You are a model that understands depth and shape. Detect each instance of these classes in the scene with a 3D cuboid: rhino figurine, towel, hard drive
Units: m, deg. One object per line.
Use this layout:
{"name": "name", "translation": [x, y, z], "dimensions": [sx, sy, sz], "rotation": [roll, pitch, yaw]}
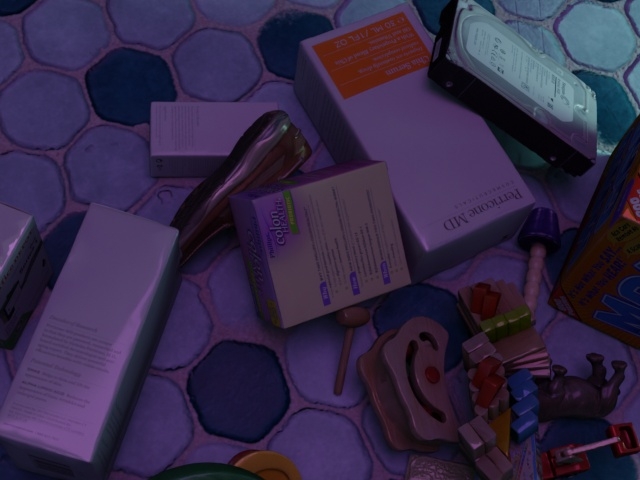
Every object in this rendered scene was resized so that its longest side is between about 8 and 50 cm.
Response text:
{"name": "rhino figurine", "translation": [0.380, 0.249, 1.665], "dimensions": [0.243, 0.073, 0.106], "rotation": [-2, 106, -6]}
{"name": "towel", "translation": [0.205, 0.402, 1.610], "dimensions": [0.148, 0.027, 0.110], "rotation": [11, 65, -1]}
{"name": "hard drive", "translation": [0.354, -0.281, 1.818], "dimensions": [0.339, 0.064, 0.237], "rotation": [34, 41, -14]}

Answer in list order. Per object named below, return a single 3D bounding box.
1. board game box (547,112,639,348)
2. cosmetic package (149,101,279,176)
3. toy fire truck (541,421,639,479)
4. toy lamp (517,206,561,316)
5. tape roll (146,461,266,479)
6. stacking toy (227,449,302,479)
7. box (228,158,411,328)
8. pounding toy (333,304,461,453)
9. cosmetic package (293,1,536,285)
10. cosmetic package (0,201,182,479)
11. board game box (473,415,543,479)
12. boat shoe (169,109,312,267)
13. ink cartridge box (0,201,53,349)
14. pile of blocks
{"name": "board game box", "translation": [0.650, -0.023, 1.674], "dimensions": [0.356, 0.356, 0.356], "rotation": [26, 65, 6]}
{"name": "cosmetic package", "translation": [-0.189, -0.180, 1.805], "dimensions": [0.231, 0.085, 0.117], "rotation": [1, 65, -9]}
{"name": "toy fire truck", "translation": [0.393, 0.343, 1.598], "dimensions": [0.192, 0.135, 0.047], "rotation": [-10, 67, -11]}
{"name": "toy lamp", "translation": [0.368, 0.070, 1.754], "dimensions": [0.080, 0.080, 0.275], "rotation": [15, 64, 1]}
{"name": "tape roll", "translation": [-0.161, 0.476, 1.409], "dimensions": [0.321, 0.077, 0.321], "rotation": [0, 89, -16]}
{"name": "stacking toy", "translation": [-0.148, 0.479, 1.520], "dimensions": [0.309, 0.130, 0.280], "rotation": [-26, 97, -14]}
{"name": "box", "translation": [0.000, 0.000, 1.655], "dimensions": [0.243, 0.117, 0.214], "rotation": [-18, 103, -23]}
{"name": "pounding toy", "translation": [0.126, 0.225, 1.661], "dimensions": [0.154, 0.155, 0.270], "rotation": [-12, 74, -42]}
{"name": "cosmetic package", "translation": [0.155, -0.177, 1.799], "dimensions": [0.230, 0.161, 0.453], "rotation": [-24, 71, -16]}
{"name": "cosmetic package", "translation": [-0.343, 0.164, 1.557], "dimensions": [0.156, 0.217, 0.385], "rotation": [16, 63, 0]}
{"name": "board game box", "translation": [0.294, 0.343, 1.585], "dimensions": [0.103, 0.026, 0.154], "rotation": [-17, 52, 28]}
{"name": "boat shoe", "translation": [-0.139, -0.070, 1.710], "dimensions": [0.116, 0.123, 0.324], "rotation": [41, 95, -22]}
{"name": "ink cartridge box", "translation": [-0.507, 0.055, 1.583], "dimensions": [0.092, 0.219, 0.160], "rotation": [20, 65, 3]}
{"name": "pile of blocks", "translation": [0.286, 0.199, 1.576], "dimensions": [0.149, 0.113, 0.362], "rotation": [-2, 55, 9]}
